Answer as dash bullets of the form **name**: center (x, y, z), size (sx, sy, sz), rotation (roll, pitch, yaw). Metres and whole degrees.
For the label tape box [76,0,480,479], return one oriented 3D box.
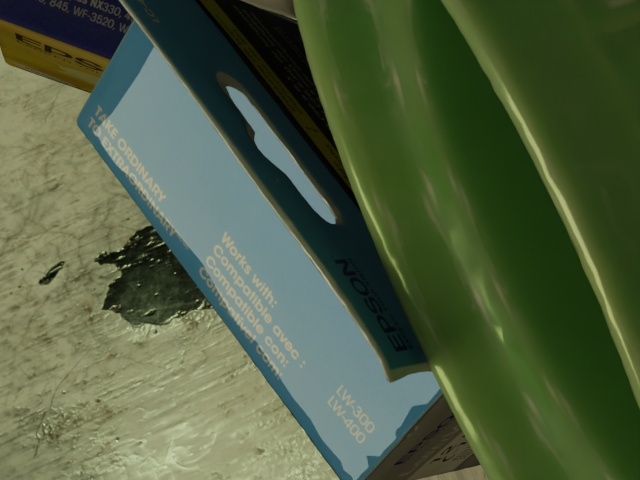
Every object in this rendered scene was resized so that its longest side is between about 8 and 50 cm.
- **label tape box**: center (0.000, 0.000, 0.872), size (0.249, 0.115, 0.348), rotation (52, -162, 17)

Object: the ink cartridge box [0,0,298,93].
- **ink cartridge box**: center (-0.086, -0.124, 1.212), size (0.307, 0.304, 0.072), rotation (-177, 108, -84)

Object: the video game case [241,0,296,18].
- **video game case**: center (-0.056, -0.178, 0.799), size (0.300, 0.329, 0.036), rotation (115, 172, -80)

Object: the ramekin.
- **ramekin**: center (0.114, -0.016, 0.555), size (0.303, 0.148, 0.303), rotation (156, 90, -83)
